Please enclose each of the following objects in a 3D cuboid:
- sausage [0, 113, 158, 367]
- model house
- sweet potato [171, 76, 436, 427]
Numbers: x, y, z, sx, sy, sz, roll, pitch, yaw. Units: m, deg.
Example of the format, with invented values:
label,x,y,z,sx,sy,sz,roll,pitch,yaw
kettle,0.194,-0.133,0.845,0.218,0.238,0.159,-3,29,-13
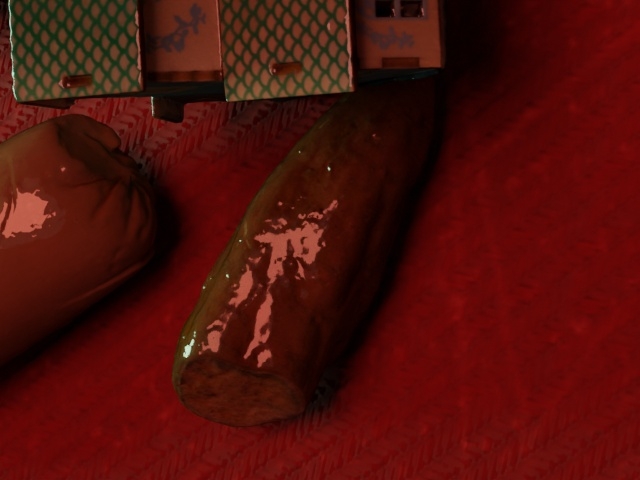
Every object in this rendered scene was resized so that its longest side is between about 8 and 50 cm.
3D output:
label,x,y,z,sx,sy,sz,roll,pitch,yaw
sausage,-0.239,0.033,1.173,0.304,0.121,0.121,-34,65,19
model house,-0.075,-0.152,0.992,0.271,0.206,0.178,-173,79,-65
sweet potato,0.000,0.000,1.054,0.097,0.097,0.251,30,87,32
